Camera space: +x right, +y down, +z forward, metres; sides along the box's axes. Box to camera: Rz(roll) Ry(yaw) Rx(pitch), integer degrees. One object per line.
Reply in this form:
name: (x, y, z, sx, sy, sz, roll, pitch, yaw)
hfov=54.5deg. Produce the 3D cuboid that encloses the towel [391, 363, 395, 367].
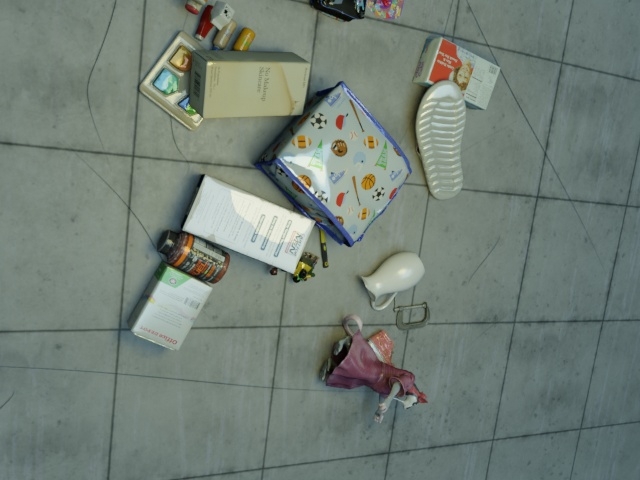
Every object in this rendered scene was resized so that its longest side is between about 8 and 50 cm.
towel: (0.230, 0.469, 2.220, 0.083, 0.009, 0.060, 3, 101, -25)

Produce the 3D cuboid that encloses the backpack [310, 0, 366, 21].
backpack: (0.064, -0.744, 1.809, 0.158, 0.117, 0.173, 10, 97, -27)

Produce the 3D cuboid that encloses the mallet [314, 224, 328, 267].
mallet: (0.000, 0.000, 1.994, 0.062, 0.039, 0.190, -7, 108, -23)

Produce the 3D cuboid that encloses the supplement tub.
supplement tub: (-0.367, 0.042, 1.786, 0.198, 0.106, 0.106, 29, 88, -27)

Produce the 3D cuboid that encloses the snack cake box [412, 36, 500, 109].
snack cake box: (0.451, -0.548, 2.055, 0.264, 0.089, 0.152, 17, 96, -27)

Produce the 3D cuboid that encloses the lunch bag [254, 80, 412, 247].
lunch bag: (0.055, -0.213, 1.859, 0.385, 0.239, 0.328, 42, 79, -20)

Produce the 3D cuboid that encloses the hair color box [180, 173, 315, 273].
hair color box: (-0.211, -0.048, 1.805, 0.347, 0.105, 0.174, 23, 90, -16)

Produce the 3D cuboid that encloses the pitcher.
pitcher: (0.249, 0.139, 2.105, 0.207, 0.125, 0.178, -28, 133, -7)

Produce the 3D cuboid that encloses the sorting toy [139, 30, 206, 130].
sorting toy: (-0.365, -0.438, 1.717, 0.193, 0.038, 0.208, 37, 84, -27)

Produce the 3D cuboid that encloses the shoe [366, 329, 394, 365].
shoe: (0.232, 0.399, 2.169, 0.081, 0.063, 0.178, -34, 103, -13)

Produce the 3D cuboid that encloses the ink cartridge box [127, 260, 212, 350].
ink cartridge box: (-0.435, 0.189, 1.793, 0.154, 0.093, 0.212, 30, 86, -27)

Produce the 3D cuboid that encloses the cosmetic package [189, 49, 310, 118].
cosmetic package: (-0.195, -0.432, 1.715, 0.309, 0.113, 0.160, -10, 125, -30)

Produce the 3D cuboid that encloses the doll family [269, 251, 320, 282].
doll family: (-0.086, 0.076, 1.950, 0.193, 0.076, 0.111, 28, 93, -23)

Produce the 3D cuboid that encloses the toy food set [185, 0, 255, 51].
toy food set: (-0.289, -0.579, 1.672, 0.104, 0.111, 0.232, -63, 149, -1)

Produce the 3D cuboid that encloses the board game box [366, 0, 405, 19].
board game box: (0.218, -0.773, 1.924, 0.133, 0.033, 0.169, 10, 97, -27)

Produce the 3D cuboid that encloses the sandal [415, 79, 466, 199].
sandal: (0.389, -0.332, 2.075, 0.169, 0.102, 0.416, -10, 119, -8)

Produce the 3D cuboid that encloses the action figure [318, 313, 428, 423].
action figure: (0.195, 0.451, 2.082, 0.370, 0.248, 0.276, 21, 66, -8)

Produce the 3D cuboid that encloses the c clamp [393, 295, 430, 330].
c clamp: (0.328, 0.256, 2.212, 0.160, 0.022, 0.137, 1, 101, -25)
